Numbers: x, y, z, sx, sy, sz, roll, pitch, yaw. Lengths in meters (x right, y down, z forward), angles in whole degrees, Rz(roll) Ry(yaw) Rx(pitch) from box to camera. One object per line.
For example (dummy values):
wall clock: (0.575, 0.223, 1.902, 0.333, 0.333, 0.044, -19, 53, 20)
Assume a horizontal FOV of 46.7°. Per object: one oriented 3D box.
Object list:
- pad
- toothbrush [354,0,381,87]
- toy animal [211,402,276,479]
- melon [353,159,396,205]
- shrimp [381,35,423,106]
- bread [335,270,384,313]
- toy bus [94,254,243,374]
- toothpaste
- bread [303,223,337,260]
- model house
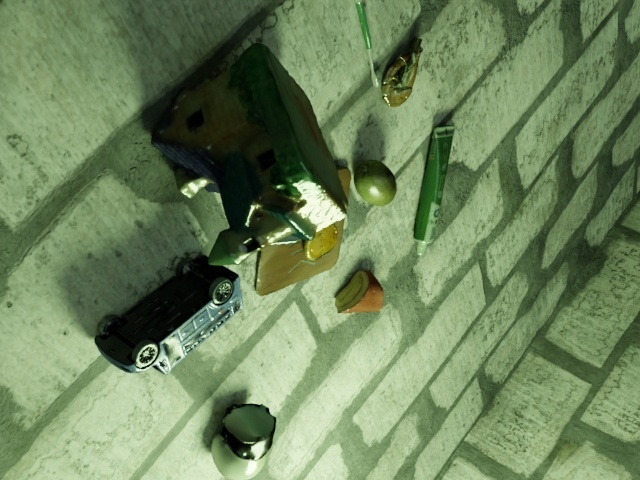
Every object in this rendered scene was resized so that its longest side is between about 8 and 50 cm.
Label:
pad: (-0.037, -0.025, 1.758, 0.286, 0.018, 0.284, -21, 128, -45)
toothbrush: (0.106, -0.449, 1.659, 0.024, 0.018, 0.257, -49, 143, -23)
toy animal: (-0.199, 0.496, 1.811, 0.166, 0.138, 0.179, 8, 115, -33)
melon: (0.139, -0.139, 1.840, 0.099, 0.099, 0.162, -58, 148, -7)
shrimp: (0.198, -0.411, 1.795, 0.099, 0.041, 0.180, 16, 101, -40)
bread: (0.120, 0.145, 2.029, 0.192, 0.067, 0.119, 0, 113, -52)
toy bus: (-0.292, 0.161, 1.464, 0.292, 0.125, 0.133, -41, 140, -30)
toothpaste: (0.316, -0.136, 2.105, 0.098, 0.061, 0.392, -17, 122, -46)
bread: (0.000, 0.000, 1.786, 0.110, 0.024, 0.110, -31, 134, -37)
model house: (-0.139, -0.131, 1.325, 0.280, 0.312, 0.245, -26, 150, 13)
